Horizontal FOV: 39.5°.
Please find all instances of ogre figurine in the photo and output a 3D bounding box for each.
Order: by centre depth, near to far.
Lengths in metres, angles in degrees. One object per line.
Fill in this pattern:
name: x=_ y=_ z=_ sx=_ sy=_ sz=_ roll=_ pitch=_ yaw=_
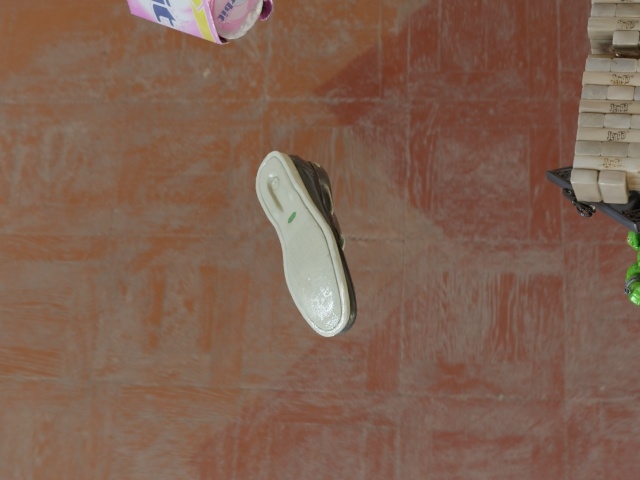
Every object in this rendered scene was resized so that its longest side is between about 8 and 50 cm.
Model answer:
ogre figurine: x=0.521 y=0.015 z=1.355 sx=0.096 sy=0.118 sz=0.197 roll=16 pitch=83 yaw=5

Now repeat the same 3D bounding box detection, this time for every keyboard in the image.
keyboard: x=0.371 y=-0.056 z=1.174 sx=0.108 sy=0.023 sz=0.180 roll=-13 pitch=30 yaw=-21

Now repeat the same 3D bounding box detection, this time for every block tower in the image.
block tower: x=0.364 y=-0.216 z=1.060 sx=0.091 sy=0.097 sz=0.336 roll=6 pitch=81 yaw=21

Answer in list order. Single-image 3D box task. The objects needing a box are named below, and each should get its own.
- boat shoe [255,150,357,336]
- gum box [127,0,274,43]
boat shoe: x=0.000 y=0.000 z=0.987 sx=0.084 sy=0.079 sz=0.233 roll=-43 pitch=52 yaw=33
gum box: x=-0.107 y=-0.237 z=0.637 sx=0.107 sy=0.188 sz=0.062 roll=28 pitch=57 yaw=35
